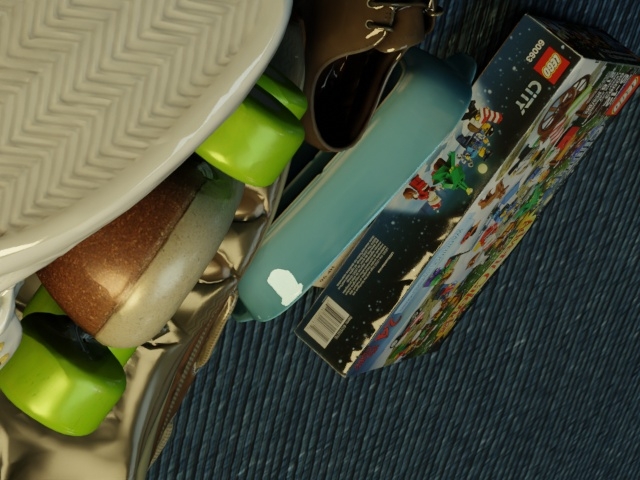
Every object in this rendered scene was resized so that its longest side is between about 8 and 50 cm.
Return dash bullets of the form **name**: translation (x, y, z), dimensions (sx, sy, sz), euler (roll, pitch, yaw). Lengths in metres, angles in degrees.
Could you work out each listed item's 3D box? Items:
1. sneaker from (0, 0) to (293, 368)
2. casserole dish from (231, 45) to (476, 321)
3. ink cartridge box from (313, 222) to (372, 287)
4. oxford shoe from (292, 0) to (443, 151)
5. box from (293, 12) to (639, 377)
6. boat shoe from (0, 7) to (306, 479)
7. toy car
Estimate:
- **sneaker**: translation (-0.122, -0.019, 0.630), dimensions (0.292, 0.108, 0.169), euler (-33, 174, 12)
- **casserole dish**: translation (0.005, -0.037, 0.994), dimensions (0.037, 0.114, 0.188), euler (41, 97, -20)
- **ink cartridge box**: translation (0.000, 0.000, 1.096), dimensions (0.048, 0.028, 0.083), euler (-53, 150, 15)
- **oxford shoe**: translation (0.030, -0.140, 0.890), dimensions (0.083, 0.096, 0.227), euler (-17, 139, -36)
- **box**: translation (0.095, -0.026, 1.129), dimensions (0.233, 0.044, 0.159), euler (-54, 162, 17)
- **boat shoe**: translation (-0.099, 0.019, 0.933), dimensions (0.324, 0.122, 0.120), euler (-64, 178, 16)
- **toy car**: translation (-0.124, -0.043, 0.773), dimensions (0.155, 0.188, 0.149), euler (-54, -173, 11)
